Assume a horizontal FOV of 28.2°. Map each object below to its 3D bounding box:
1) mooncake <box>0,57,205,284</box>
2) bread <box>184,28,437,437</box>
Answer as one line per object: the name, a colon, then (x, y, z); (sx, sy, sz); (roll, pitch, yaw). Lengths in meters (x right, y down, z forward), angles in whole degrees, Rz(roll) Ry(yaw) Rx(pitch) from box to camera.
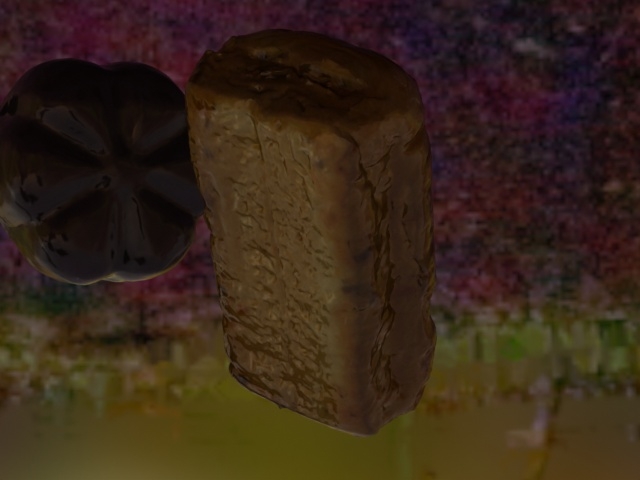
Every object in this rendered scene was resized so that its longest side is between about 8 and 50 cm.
mooncake: (-0.224, -0.073, 1.306); (0.244, 0.245, 0.133); (5, 178, -26)
bread: (0.000, 0.000, 0.632); (0.113, 0.211, 0.083); (20, -137, 26)
